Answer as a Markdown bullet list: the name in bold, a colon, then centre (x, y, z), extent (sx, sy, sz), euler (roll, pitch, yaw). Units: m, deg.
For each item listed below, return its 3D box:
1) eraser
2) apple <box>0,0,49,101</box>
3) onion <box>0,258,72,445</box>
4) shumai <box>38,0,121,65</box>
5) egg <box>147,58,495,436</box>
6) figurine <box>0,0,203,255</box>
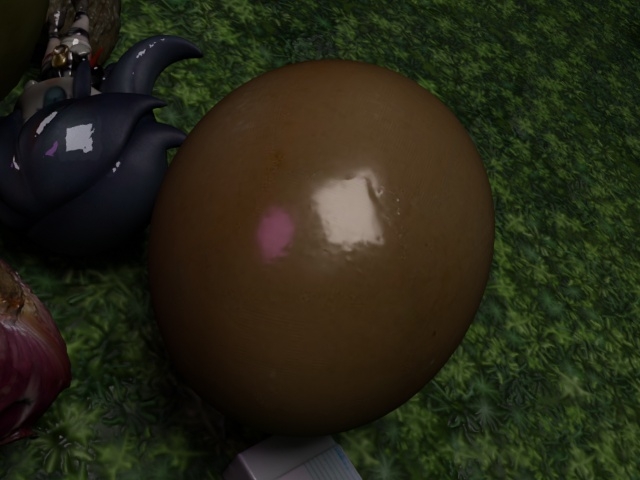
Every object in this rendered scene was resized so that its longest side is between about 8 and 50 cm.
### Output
- **eraser**: centre (0.016, 0.266, 0.658), extent (0.095, 0.052, 0.225), euler (-19, 64, -39)
- **apple**: centre (-0.433, -0.273, 0.591), extent (0.473, 0.473, 0.473), euler (17, 46, -18)
- **onion**: centre (-0.299, 0.067, 0.564), extent (0.163, 0.230, 0.230), euler (-34, 70, -6)
- **shumai**: centre (-0.320, -0.304, 0.899), extent (0.153, 0.209, 0.161), euler (15, 52, 27)
- **egg**: centre (0.000, 0.000, 0.700), extent (0.301, 0.301, 0.374), euler (35, 38, 0)
- **figurine**: centre (-0.225, -0.109, 0.762), extent (0.197, 0.175, 0.265), euler (29, 51, -13)
